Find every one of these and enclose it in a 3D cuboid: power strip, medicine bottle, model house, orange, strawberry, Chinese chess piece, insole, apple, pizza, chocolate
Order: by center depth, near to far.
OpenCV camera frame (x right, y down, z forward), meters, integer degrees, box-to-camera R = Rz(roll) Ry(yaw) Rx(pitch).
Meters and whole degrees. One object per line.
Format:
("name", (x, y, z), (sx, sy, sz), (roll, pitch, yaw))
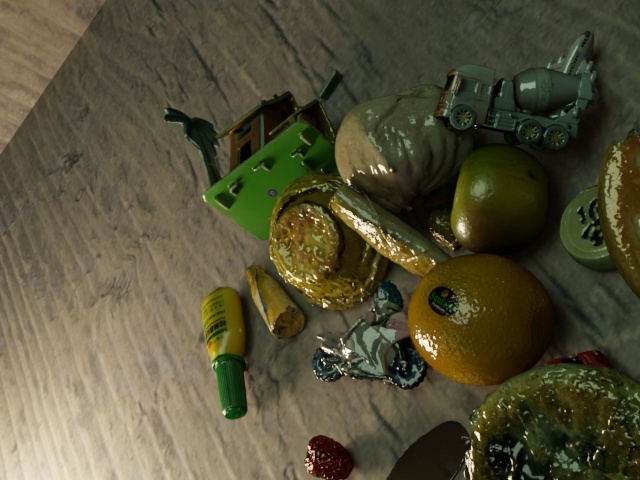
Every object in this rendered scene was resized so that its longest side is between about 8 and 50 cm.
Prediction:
("pizza", (0.537, -0.036, 1.326), (0.229, 0.081, 0.289), (-18, 78, 11))
("Chinese chess piece", (0.460, -0.022, 1.435), (0.144, 0.058, 0.144), (-23, 54, 36))
("orange", (0.261, 0.129, 1.443), (0.236, 0.236, 0.236), (-22, 56, 36))
("apple", (0.310, -0.069, 1.520), (0.157, 0.196, 0.196), (10, 74, 10))
("insole", (0.147, 0.445, 1.549), (0.327, 0.007, 0.111), (-53, 41, 10))
("strawberry", (0.016, 0.409, 1.648), (0.096, 0.083, 0.083), (22, 85, 14))
("chocolate", (-0.110, 0.125, 1.925), (0.085, 0.086, 0.219), (-54, 38, 10))
("model house", (-0.132, -0.250, 1.944), (0.300, 0.340, 0.323), (-35, 37, 26))
("medicine bottle", (-0.204, 0.248, 1.952), (0.111, 0.076, 0.308), (-41, 47, 33))
("power strip", (0.021, -0.362, 2.074), (0.083, 0.027, 0.017), (-57, 42, 9))

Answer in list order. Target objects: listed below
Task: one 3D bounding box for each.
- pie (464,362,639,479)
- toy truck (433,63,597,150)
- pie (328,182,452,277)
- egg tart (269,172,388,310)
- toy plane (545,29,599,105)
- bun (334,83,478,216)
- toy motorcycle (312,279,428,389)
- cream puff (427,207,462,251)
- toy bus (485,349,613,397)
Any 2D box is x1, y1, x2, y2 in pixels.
("pie", (0.370, 0.321, 1.268), (0.371, 0.078, 0.296), (-14, 84, 38))
("toy truck", (0.331, -0.235, 1.498), (0.108, 0.257, 0.140), (-100, 23, -84))
("pie", (0.135, -0.003, 1.627), (0.282, 0.128, 0.068), (34, 74, 15))
("egg tart", (0.000, 0.000, 1.779), (0.294, 0.123, 0.293), (1, 91, 33))
("toy plane", (0.446, -0.294, 1.582), (0.162, 0.066, 0.171), (33, 91, 46))
("bun", (0.165, -0.157, 1.656), (0.281, 0.282, 0.204), (-37, 55, 26))
("toy motorcycle", (0.098, 0.174, 1.669), (0.239, 0.108, 0.204), (3, 76, 20))
("cream puff", (0.243, -0.024, 1.660), (0.058, 0.083, 0.083), (-36, 15, -32))
("toy bus", (0.360, 0.236, 1.380), (0.195, 0.089, 0.081), (-35, 49, 28))
